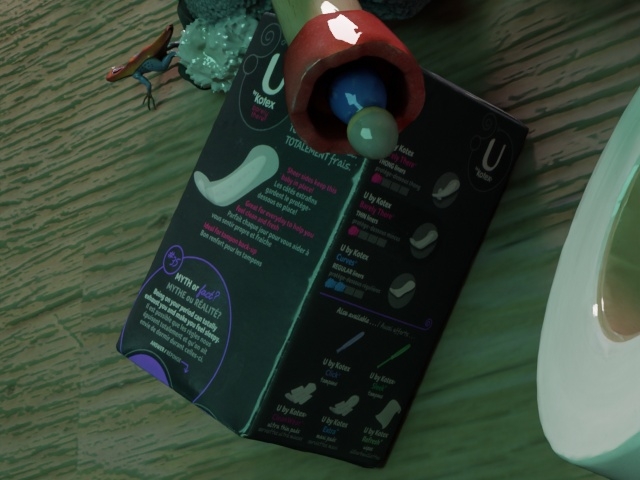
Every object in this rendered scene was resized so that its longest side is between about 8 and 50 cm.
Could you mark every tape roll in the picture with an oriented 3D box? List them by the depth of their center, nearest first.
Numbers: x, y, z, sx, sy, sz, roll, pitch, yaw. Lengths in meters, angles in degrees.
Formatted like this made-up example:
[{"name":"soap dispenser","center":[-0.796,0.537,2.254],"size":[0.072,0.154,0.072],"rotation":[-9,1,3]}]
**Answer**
[{"name":"tape roll","center":[0.220,0.002,0.814],"size":[0.286,0.100,0.286],"rotation":[-157,90,-81]}]

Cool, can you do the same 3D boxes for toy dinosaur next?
[{"name":"toy dinosaur","center":[-0.157,-0.163,1.386],"size":[0.082,0.090,0.047],"rotation":[-9,48,10]}]

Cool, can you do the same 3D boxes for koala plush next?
[{"name":"koala plush","center":[-0.028,-0.219,1.192],"size":[0.221,0.203,0.196],"rotation":[-30,44,44]}]

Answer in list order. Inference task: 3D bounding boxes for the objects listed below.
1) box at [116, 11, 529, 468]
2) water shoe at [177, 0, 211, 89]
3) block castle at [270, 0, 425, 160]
[{"name":"box","center":[0.000,0.000,1.105],"size":[0.165,0.143,0.270],"rotation":[27,94,45]},{"name":"water shoe","center":[-0.097,-0.228,1.344],"size":[0.080,0.073,0.203],"rotation":[-25,57,44]},{"name":"block castle","center":[0.132,-0.260,0.865],"size":[0.453,0.303,0.213],"rotation":[-27,46,7]}]
